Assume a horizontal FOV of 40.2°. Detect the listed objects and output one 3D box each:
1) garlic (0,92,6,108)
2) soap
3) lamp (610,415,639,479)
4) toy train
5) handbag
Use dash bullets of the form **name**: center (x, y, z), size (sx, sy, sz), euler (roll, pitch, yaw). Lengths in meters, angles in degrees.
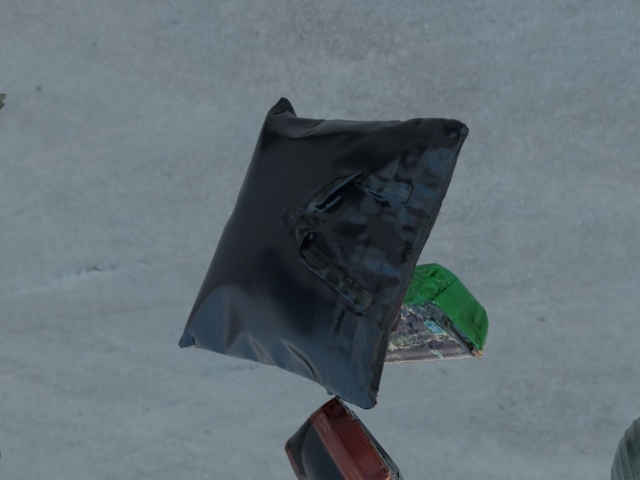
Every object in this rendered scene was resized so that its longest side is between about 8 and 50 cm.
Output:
- **garlic**: center (-0.344, -0.094, 0.529), size (0.203, 0.281, 0.184), euler (-38, 98, 1)
- **soap**: center (0.121, 0.128, 1.467), size (0.273, 0.098, 0.218), euler (-13, 133, 42)
- **lamp**: center (0.496, 0.322, 1.112), size (0.233, 0.265, 0.233), euler (5, 108, 17)
- **toy train**: center (0.031, 0.239, 0.862), size (0.089, 0.086, 0.409), euler (-33, 159, -5)
- **handbag**: center (0.000, 0.000, 0.750), size (0.211, 0.254, 0.089), euler (14, 167, 35)
